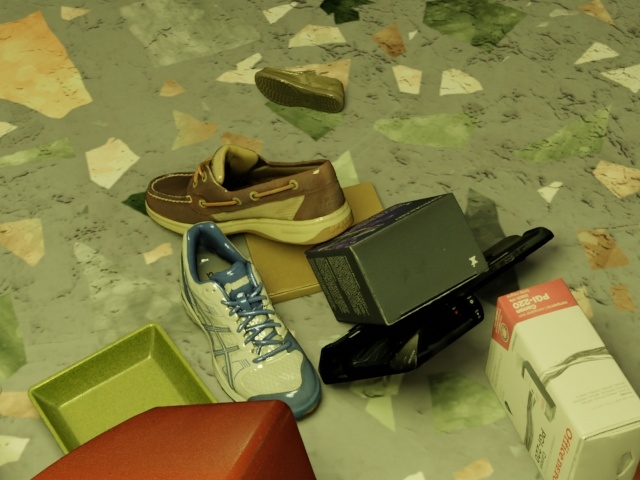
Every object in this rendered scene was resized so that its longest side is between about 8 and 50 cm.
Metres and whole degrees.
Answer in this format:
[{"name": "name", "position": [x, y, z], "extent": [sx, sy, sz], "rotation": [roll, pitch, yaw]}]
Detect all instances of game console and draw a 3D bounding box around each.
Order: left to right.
[{"name": "game console", "position": [0.166, 0.074, 1.531], "extent": [0.361, 0.213, 0.044], "rotation": [-31, 97, -32]}]

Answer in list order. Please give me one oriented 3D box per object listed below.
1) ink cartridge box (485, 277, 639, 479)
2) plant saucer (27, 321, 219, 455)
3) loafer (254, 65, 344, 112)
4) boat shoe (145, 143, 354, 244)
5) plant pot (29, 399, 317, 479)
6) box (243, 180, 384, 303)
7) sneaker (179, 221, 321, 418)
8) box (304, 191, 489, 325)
[{"name": "ink cartridge box", "position": [0.282, 0.180, 1.427], "extent": [0.092, 0.159, 0.218], "rotation": [-16, 49, -15]}, {"name": "plant saucer", "position": [-0.237, 0.214, 1.514], "extent": [0.188, 0.045, 0.188], "rotation": [-29, 53, -20]}, {"name": "loafer", "position": [-0.030, -0.237, 1.895], "extent": [0.148, 0.056, 0.050], "rotation": [19, 51, 7]}, {"name": "boat shoe", "position": [-0.111, -0.078, 1.660], "extent": [0.342, 0.123, 0.123], "rotation": [9, 36, 39]}, {"name": "plant pot", "position": [-0.127, 0.307, 1.263], "extent": [0.267, 0.267, 0.236], "rotation": [-7, 24, 25]}, {"name": "box", "position": [0.000, 0.000, 1.701], "extent": [0.201, 0.021, 0.164], "rotation": [-14, 49, -8]}, {"name": "sneaker", "position": [-0.104, 0.099, 1.550], "extent": [0.111, 0.131, 0.296], "rotation": [-27, 53, -21]}, {"name": "box", "position": [0.091, 0.025, 1.539], "extent": [0.153, 0.207, 0.108], "rotation": [-28, 95, -17]}]
